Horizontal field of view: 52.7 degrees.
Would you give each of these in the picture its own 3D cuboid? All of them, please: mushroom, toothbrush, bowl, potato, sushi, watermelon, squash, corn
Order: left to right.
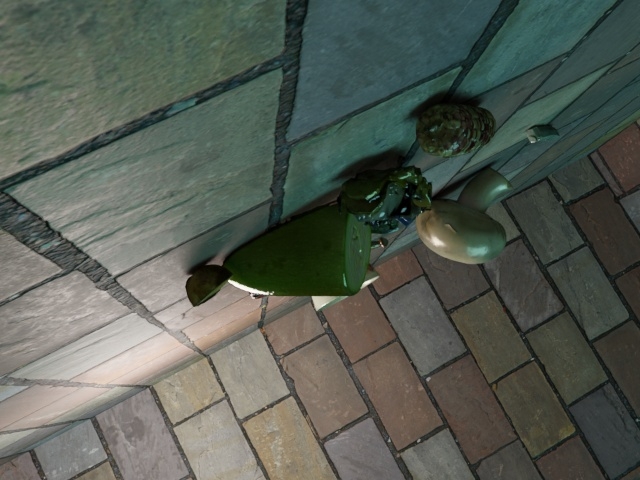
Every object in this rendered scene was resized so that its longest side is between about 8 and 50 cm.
[{"bbox_3d":[-0.235,0.081,1.377,0.103,0.066,0.096,-41,-179,33],"label":"potato"},{"bbox_3d":[-0.064,0.026,1.463,0.309,0.210,0.234,4,167,19],"label":"squash"},{"bbox_3d":[0.074,0.144,2.448,0.277,0.145,0.277,-27,173,-4],"label":"bowl"},{"bbox_3d":[0.158,-0.063,1.777,0.155,0.101,0.080,-18,-179,-7],"label":"watermelon"},{"bbox_3d":[0.160,-0.138,1.494,0.028,0.026,0.294,-12,168,-11],"label":"toothbrush"},{"bbox_3d":[0.155,-0.092,1.337,0.139,0.131,0.291,-2,176,32],"label":"sushi"},{"bbox_3d":[0.259,-0.207,1.197,0.098,0.098,0.290,-34,174,29],"label":"corn"},{"bbox_3d":[0.512,-0.052,2.246,0.356,0.315,0.315,-26,171,-17],"label":"mushroom"}]

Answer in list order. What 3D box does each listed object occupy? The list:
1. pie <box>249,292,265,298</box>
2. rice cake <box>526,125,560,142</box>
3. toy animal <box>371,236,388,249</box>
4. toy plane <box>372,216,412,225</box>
[{"bbox_3d":[-0.162,0.144,2.062,0.155,0.036,0.154,-28,170,-5],"label":"pie"},{"bbox_3d":[0.690,-0.329,2.000,0.042,0.045,0.245,-32,172,34],"label":"rice cake"},{"bbox_3d":[0.101,0.007,1.981,0.158,0.097,0.312,-20,180,35],"label":"toy animal"},{"bbox_3d":[0.110,-0.062,1.565,0.247,0.078,0.169,-9,167,-2],"label":"toy plane"}]
